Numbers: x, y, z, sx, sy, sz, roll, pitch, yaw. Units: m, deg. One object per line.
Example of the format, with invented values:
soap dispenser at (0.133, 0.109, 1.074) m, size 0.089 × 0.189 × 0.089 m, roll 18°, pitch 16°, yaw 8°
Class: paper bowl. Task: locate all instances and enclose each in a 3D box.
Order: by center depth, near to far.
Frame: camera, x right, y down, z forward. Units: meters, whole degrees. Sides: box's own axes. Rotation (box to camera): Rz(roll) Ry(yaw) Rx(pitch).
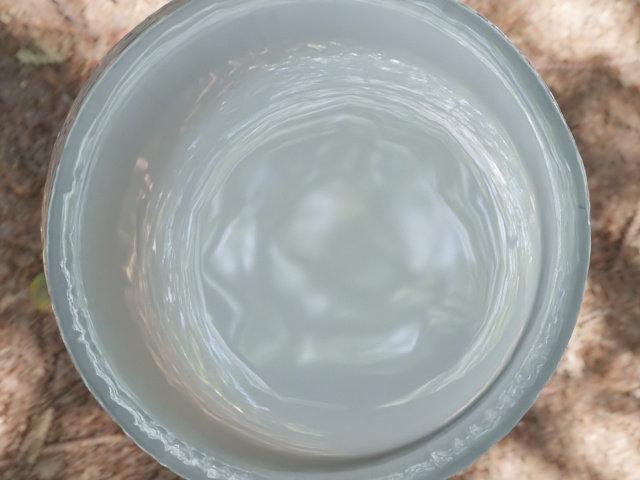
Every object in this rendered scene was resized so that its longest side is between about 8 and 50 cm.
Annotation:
paper bowl at (0.000, 0.000, 0.870) m, size 0.284 × 0.148 × 0.284 m, roll -2°, pitch 99°, yaw -10°
